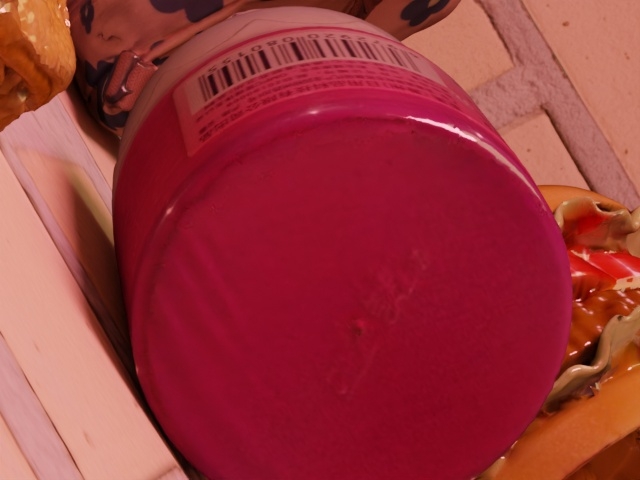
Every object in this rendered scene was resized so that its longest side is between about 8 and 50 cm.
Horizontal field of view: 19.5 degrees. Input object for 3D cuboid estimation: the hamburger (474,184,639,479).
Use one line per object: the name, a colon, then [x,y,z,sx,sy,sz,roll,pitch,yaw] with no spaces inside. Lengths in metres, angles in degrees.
hamburger: [0.119,0.092,1.138,0.212,0.274,0.274,53,-2,29]

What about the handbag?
handbag: [-0.048,-0.174,1.077,0.190,0.252,0.193,63,4,0]

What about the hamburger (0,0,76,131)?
hamburger: [-0.119,-0.090,0.456,0.138,0.083,0.147,63,1,-32]

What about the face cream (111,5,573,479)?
face cream: [0.000,0.000,0.791,0.175,0.175,0.195,59,4,-21]
